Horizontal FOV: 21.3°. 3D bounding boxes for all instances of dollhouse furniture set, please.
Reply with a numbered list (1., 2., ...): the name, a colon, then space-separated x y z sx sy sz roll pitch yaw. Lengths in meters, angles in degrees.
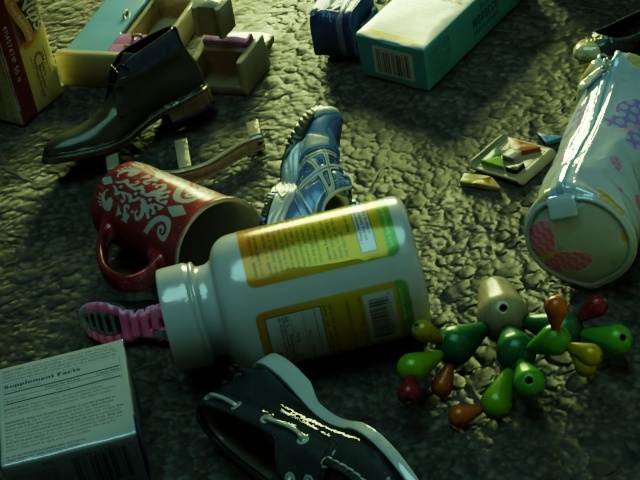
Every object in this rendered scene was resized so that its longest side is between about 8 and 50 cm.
1. dollhouse furniture set: -0.208 -0.362 2.070 0.286 0.303 0.198 5 41 20

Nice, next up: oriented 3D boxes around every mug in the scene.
1. mug: -0.168 -0.016 1.763 0.150 0.113 0.169 -2 21 -43

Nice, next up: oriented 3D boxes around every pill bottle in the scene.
1. pill bottle: -0.027 0.049 1.631 0.245 0.136 0.136 -13 37 -2

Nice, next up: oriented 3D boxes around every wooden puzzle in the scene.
1. wooden puzzle: 0.208 -0.090 1.851 0.078 0.014 0.116 17 45 32

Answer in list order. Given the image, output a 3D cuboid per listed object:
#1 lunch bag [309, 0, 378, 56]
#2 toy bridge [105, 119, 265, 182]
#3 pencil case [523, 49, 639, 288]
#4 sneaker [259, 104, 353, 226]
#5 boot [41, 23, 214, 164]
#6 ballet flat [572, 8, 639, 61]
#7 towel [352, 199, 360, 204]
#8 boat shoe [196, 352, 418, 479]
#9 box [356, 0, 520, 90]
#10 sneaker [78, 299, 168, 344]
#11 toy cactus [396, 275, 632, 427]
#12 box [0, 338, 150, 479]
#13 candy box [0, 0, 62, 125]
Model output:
1. lunch bag: 0.034 -0.270 2.083 0.065 0.067 0.098 6 39 21
2. toy bridge: -0.155 -0.090 1.934 0.188 0.026 0.063 -14 39 -1
3. pencil case: 0.289 -0.077 1.724 0.113 0.124 0.273 5 41 20
4. sneaker: -0.002 -0.056 1.770 0.081 0.080 0.211 6 51 12
5. boot: -0.238 -0.168 1.977 0.219 0.106 0.082 -26 19 -22
6. ballet flat: 0.364 -0.254 1.992 0.173 0.049 0.057 -27 39 -20
7. towel: 0.000 0.000 1.776 0.119 0.029 0.067 -19 39 -11
8. boat shoe: -0.005 0.199 1.465 0.091 0.114 0.302 -27 28 -21
9. box: 0.153 -0.279 2.069 0.100 0.060 0.244 18 46 32
10. sneaker: -0.185 0.077 1.723 0.119 0.047 0.057 2 18 16
11. toy cactus: 0.170 0.084 1.582 0.219 0.112 0.180 -18 27 5
12. box: -0.230 0.173 1.578 0.126 0.072 0.137 -14 38 -2
13. candy box: -0.484 -0.265 2.115 0.316 0.183 0.087 14 43 29
